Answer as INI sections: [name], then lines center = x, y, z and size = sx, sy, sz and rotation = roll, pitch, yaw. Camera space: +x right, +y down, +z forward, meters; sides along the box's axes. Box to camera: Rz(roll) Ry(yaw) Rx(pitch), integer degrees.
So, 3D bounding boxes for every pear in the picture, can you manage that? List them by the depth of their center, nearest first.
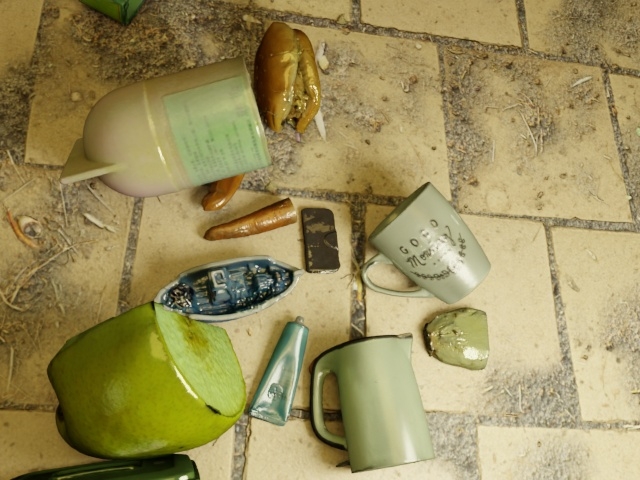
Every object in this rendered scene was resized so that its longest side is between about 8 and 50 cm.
[pear]
center = -0.318, 0.272, 1.113
size = 0.318, 0.342, 0.238
rotation = -24, 70, 7

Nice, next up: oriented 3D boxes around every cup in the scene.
[cup]
center = 0.221, 0.041, 1.413
size = 0.258, 0.186, 0.234
rotation = -42, 92, 6

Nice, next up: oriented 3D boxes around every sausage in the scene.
[sausage]
center = -0.207, -0.133, 1.421
size = 0.062, 0.054, 0.183
rotation = 6, 61, 31

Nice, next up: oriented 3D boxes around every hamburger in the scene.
[hamburger]
center = -0.081, -0.404, 1.501
size = 0.144, 0.156, 0.282
rotation = -4, 73, -15

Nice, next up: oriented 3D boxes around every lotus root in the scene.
[lotus root]
center = 0.303, 0.214, 1.403
size = 0.144, 0.070, 0.143
rotation = 0, 69, -14

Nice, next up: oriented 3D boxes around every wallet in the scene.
[wallet]
center = 0.000, 0.000, 1.440
size = 0.082, 0.018, 0.156
rotation = 1, 68, -14

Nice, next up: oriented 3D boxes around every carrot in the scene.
[carrot]
center = -0.156, -0.037, 1.400
size = 0.210, 0.061, 0.061
rotation = -19, 75, -15

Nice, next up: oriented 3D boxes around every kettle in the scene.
[kettle]
center = 0.092, 0.325, 1.271
size = 0.241, 0.165, 0.255
rotation = -15, 71, 11

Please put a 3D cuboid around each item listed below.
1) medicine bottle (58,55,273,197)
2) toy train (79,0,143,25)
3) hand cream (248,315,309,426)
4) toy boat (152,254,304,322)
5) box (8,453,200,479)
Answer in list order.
[medicine bottle]
center = -0.321, -0.215, 1.312
size = 0.406, 0.235, 0.235
rotation = -15, 73, -2
[toy train]
center = -0.463, -0.651, 1.486
size = 0.159, 0.188, 0.271
rotation = 26, 68, -3
[hand cream]
center = -0.076, 0.261, 1.311
size = 0.083, 0.048, 0.224
rotation = 20, 71, -8
[toy boat]
center = -0.182, 0.096, 1.291
size = 0.309, 0.142, 0.129
rotation = -11, 70, -16
[box]
center = -0.363, 0.467, 1.052
size = 0.329, 0.253, 0.177
rotation = -4, 80, -14
